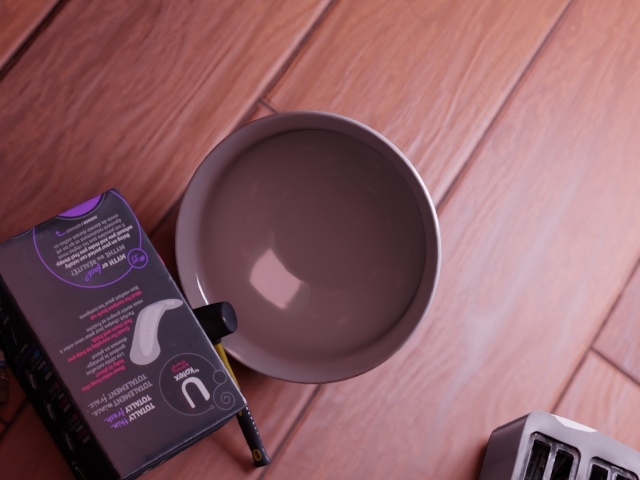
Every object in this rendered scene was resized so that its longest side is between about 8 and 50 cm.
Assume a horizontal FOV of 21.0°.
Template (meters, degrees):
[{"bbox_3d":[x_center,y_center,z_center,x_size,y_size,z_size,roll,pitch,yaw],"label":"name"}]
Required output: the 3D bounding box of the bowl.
[{"bbox_3d":[0.000,0.000,1.896,0.298,0.298,0.134,50,18,3],"label":"bowl"}]

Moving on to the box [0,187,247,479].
[{"bbox_3d":[-0.226,0.110,1.796,0.165,0.143,0.270,-28,83,-26],"label":"box"}]

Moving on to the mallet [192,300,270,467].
[{"bbox_3d":[-0.088,0.154,1.862,0.189,0.062,0.039,62,22,-6],"label":"mallet"}]

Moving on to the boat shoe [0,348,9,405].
[{"bbox_3d":[-0.403,0.158,1.756,0.183,0.066,0.066,-12,76,-24],"label":"boat shoe"}]

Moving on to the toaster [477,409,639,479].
[{"bbox_3d":[0.266,0.290,1.933,0.168,0.110,0.185,25,63,-11],"label":"toaster"}]
